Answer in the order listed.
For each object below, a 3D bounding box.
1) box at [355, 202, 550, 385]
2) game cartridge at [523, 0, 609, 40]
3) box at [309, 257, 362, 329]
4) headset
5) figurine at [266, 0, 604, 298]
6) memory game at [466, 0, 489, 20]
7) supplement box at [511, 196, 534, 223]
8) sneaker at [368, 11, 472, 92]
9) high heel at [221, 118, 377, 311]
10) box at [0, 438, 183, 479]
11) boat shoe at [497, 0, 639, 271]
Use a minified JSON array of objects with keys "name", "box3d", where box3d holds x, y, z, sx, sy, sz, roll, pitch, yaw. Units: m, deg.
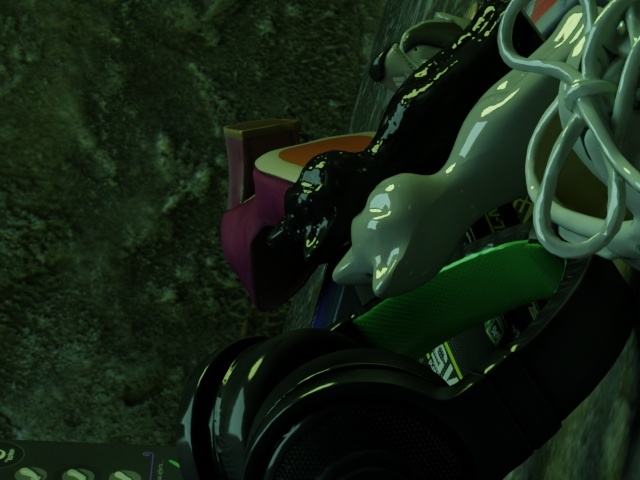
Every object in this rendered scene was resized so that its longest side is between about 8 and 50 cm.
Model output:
[{"name":"box","box3d":[0.085,0.036,1.260,0.184,0.045,0.190,116,142,-49]},{"name":"game cartridge","box3d":[0.196,-0.220,1.331,0.294,0.060,0.196,131,160,-78]},{"name":"box","box3d":[0.039,0.109,1.673,0.184,0.103,0.261,130,157,-71]},{"name":"headset","box3d":[0.015,0.143,1.028,0.394,0.185,0.243,-37,13,-14]},{"name":"figurine","box3d":[0.077,-0.045,1.101,0.209,0.092,0.215,-37,16,-8]},{"name":"memory game","box3d":[0.165,-0.226,1.917,0.186,0.012,0.186,-163,90,-85]},{"name":"supplement box","box3d":[0.129,-0.015,1.330,0.083,0.056,0.083,122,164,-72]},{"name":"sneaker","box3d":[0.094,-0.094,1.495,0.086,0.132,0.228,118,172,-50]},{"name":"high heel","box3d":[0.000,0.000,1.589,0.377,0.127,0.181,-145,46,-74]},{"name":"box","box3d":[-0.166,0.266,1.507,0.143,0.270,0.165,-93,7,-65]},{"name":"boat shoe","box3d":[0.141,-0.047,0.717,0.367,0.156,0.135,-179,105,-85]}]
